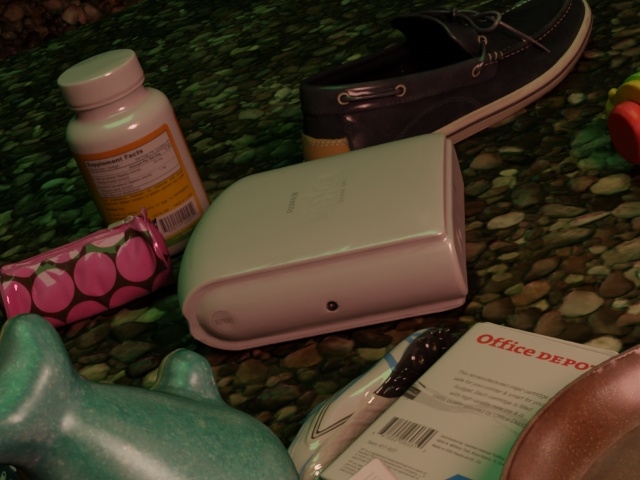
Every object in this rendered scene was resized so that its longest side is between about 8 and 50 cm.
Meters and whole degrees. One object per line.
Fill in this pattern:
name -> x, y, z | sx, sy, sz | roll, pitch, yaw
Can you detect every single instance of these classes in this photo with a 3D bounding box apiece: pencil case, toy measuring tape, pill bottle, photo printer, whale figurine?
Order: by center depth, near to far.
whale figurine -> -0.115, 0.162, 0.722 | 0.141, 0.272, 0.216 | -9, 42, 42
toy measuring tape -> 0.390, -0.110, 1.098 | 0.121, 0.121, 0.330 | -25, 28, -10
photo printer -> 0.000, 0.000, 1.155 | 0.307, 0.107, 0.256 | -12, 28, 14
pencil case -> -0.282, 0.040, 1.276 | 0.209, 0.098, 0.095 | -22, 27, -4
pill bottle -> -0.235, -0.107, 1.353 | 0.136, 0.245, 0.136 | -15, 27, 8

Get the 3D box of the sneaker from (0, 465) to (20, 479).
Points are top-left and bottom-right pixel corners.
sneaker -> -0.225, 0.231, 0.888 | 0.282, 0.099, 0.153 | 1, 32, 30

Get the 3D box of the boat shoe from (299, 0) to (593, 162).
boat shoe -> 0.174, -0.238, 1.433 | 0.500, 0.156, 0.187 | -31, 28, -24

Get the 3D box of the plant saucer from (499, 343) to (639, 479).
plant saucer -> 0.252, 0.133, 0.585 | 0.311, 0.050, 0.310 | -17, 20, 6

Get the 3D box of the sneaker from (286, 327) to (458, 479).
sneaker -> 0.038, 0.145, 0.896 | 0.086, 0.085, 0.237 | -1, 29, 45

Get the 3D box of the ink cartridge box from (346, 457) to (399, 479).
ink cartridge box -> 0.054, 0.248, 0.652 | 0.115, 0.067, 0.198 | -34, 69, -25

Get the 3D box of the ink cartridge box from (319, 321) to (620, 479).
ink cartridge box -> 0.125, 0.162, 0.802 | 0.148, 0.086, 0.203 | 12, 40, 45
